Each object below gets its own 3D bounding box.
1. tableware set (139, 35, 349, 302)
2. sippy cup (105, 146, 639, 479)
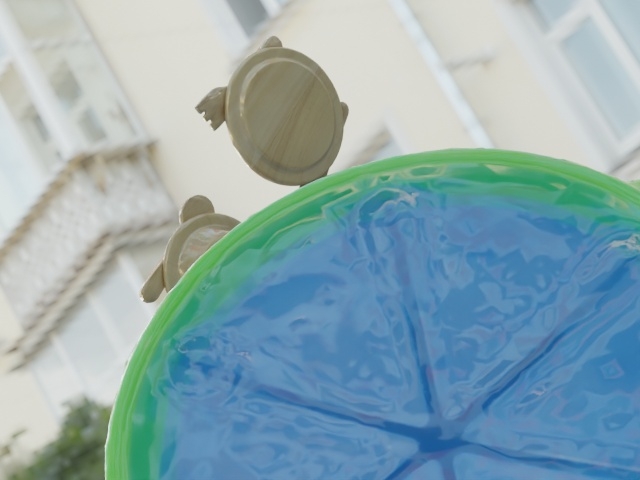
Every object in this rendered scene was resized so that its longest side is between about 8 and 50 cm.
[{"bbox_3d":[0.000,0.000,0.868,0.020,0.168,0.141,-16,44,53],"label":"tableware set"},{"bbox_3d":[0.060,0.122,0.723,0.305,0.240,0.224,-10,-37,8],"label":"sippy cup"}]
